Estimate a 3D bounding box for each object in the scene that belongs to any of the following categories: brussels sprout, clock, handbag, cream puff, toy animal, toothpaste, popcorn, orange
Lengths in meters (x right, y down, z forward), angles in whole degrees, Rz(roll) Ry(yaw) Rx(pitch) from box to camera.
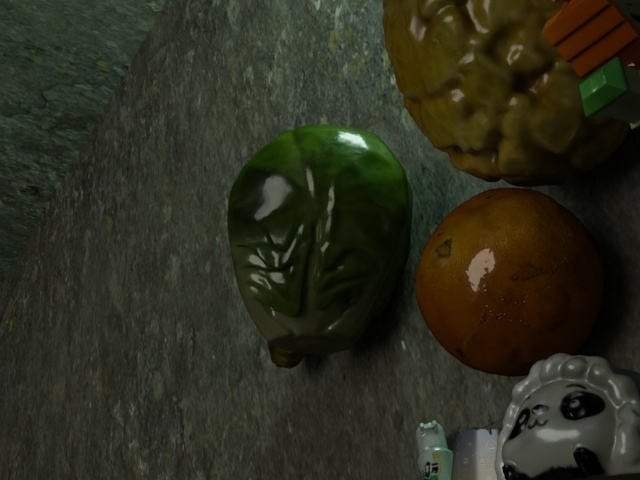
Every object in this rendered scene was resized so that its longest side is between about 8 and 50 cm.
[{"bbox_3d":[-0.002,0.000,2.076,0.281,0.289,0.354,26,-113,-77],"label":"brussels sprout"},{"bbox_3d":[0.377,-0.229,1.512,0.106,0.255,0.219,-36,55,44],"label":"clock"},{"bbox_3d":[0.220,0.301,1.665,0.117,0.095,0.173,-10,67,41],"label":"handbag"},{"bbox_3d":[-0.035,0.137,2.233,0.146,0.116,0.146,171,90,-77],"label":"cream puff"},{"bbox_3d":[0.300,0.208,1.456,0.208,0.204,0.156,-24,54,44],"label":"toy animal"},{"bbox_3d":[0.172,0.382,1.742,0.058,0.056,0.314,81,180,-50],"label":"toothpaste"},{"bbox_3d":[0.237,-0.265,1.730,0.344,0.354,0.390,-19,52,56],"label":"popcorn"},{"bbox_3d":[0.238,0.052,1.660,0.240,0.240,0.240,-41,38,43],"label":"orange"}]
